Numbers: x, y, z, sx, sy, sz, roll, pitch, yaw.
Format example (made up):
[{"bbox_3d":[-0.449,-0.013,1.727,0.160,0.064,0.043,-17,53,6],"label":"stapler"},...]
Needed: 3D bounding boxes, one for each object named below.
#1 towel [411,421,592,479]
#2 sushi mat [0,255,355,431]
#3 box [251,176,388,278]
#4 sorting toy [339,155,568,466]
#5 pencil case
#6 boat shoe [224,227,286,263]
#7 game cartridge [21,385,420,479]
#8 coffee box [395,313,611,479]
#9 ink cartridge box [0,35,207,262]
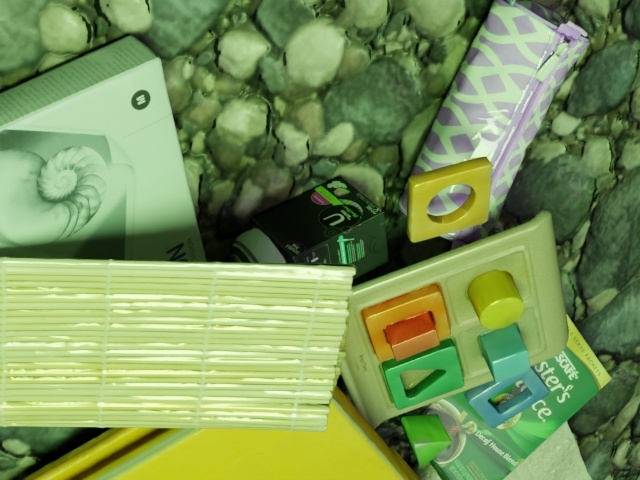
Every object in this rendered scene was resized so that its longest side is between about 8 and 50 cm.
[{"bbox_3d":[0.186,0.270,1.378,0.187,0.049,0.282,-39,135,-12],"label":"towel"},{"bbox_3d":[-0.138,0.071,0.892,0.317,0.019,0.151,1,126,-8],"label":"sushi mat"},{"bbox_3d":[0.000,0.000,1.034,0.083,0.062,0.052,-27,133,-22],"label":"box"},{"bbox_3d":[0.109,0.076,1.081,0.196,0.047,0.347,-24,139,-3],"label":"sorting toy"},{"bbox_3d":[0.137,-0.091,1.064,0.086,0.088,0.206,11,112,-35],"label":"pencil case"},{"bbox_3d":[-0.058,0.094,1.048,0.076,0.080,0.228,-26,139,-24],"label":"boat shoe"},{"bbox_3d":[-0.070,0.232,1.092,0.285,0.052,0.323,-30,138,6],"label":"game cartridge"},{"bbox_3d":[0.169,0.143,1.255,0.184,0.040,0.113,-39,110,-11],"label":"coffee box"},{"bbox_3d":[-0.188,0.005,0.900,0.224,0.045,0.223,-28,133,-21],"label":"ink cartridge box"}]
